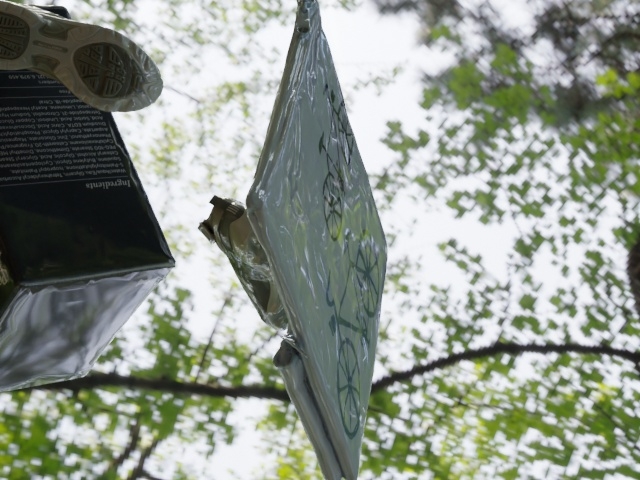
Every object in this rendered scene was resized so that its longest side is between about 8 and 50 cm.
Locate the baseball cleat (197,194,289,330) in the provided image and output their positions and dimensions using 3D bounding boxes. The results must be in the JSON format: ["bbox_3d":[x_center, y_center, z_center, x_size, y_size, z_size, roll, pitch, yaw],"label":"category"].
[{"bbox_3d":[-0.070,0.017,1.377,0.109,0.206,0.072,35,-114,29],"label":"baseball cleat"}]

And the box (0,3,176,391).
[{"bbox_3d":[-0.392,-0.049,1.593,0.293,0.212,0.395,-47,-119,43],"label":"box"}]

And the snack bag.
[{"bbox_3d":[0.000,0.000,1.163,0.037,0.343,0.323,-5,-139,15],"label":"snack bag"}]

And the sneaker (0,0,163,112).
[{"bbox_3d":[-0.285,-0.217,1.437,0.090,0.232,0.115,-64,-160,12],"label":"sneaker"}]
